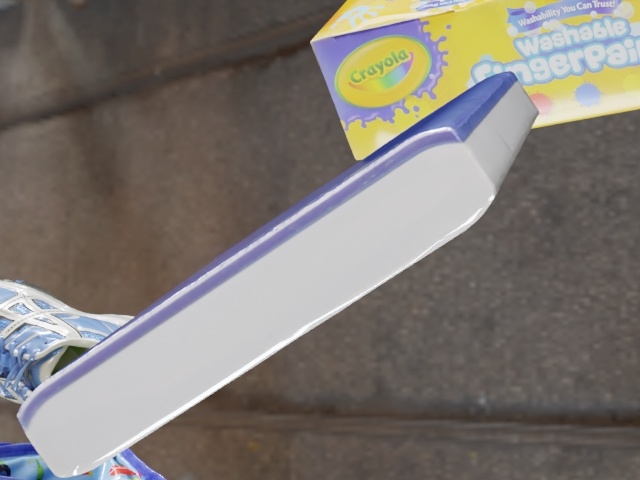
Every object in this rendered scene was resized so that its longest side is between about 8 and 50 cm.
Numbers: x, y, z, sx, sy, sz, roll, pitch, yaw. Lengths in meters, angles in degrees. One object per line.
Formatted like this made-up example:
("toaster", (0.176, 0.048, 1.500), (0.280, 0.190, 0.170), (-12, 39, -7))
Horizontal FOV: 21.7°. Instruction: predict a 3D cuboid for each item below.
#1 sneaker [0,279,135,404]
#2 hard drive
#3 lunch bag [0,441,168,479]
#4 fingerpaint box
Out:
("sneaker", (-0.200, 0.075, 1.163), (0.211, 0.081, 0.080), (5, 98, 13))
("hard drive", (0.000, 0.000, 0.790), (0.210, 0.318, 0.040), (-33, 92, 14))
("lunch bag", (-0.295, 0.313, 1.594), (0.138, 0.293, 0.221), (30, 101, 37))
("fingerpaint box", (0.268, -0.270, 1.889), (0.444, 0.371, 0.163), (-9, 115, 28))
